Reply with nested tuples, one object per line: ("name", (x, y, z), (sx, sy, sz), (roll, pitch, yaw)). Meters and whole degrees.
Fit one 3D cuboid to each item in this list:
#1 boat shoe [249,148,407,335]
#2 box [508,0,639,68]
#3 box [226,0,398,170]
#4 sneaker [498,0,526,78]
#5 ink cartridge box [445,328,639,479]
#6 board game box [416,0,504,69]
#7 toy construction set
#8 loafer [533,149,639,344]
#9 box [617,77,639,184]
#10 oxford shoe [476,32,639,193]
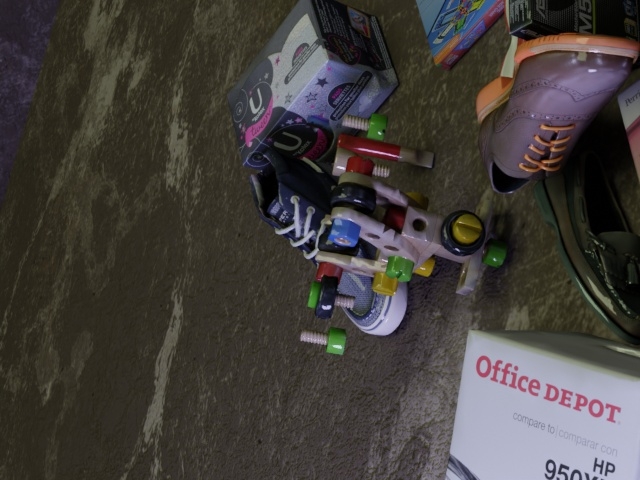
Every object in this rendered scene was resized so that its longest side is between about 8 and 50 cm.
("boat shoe", (0.000, 0.000, 1.974), (0.127, 0.158, 0.340), (-57, 37, 26))
("box", (0.303, -0.311, 1.613), (0.045, 0.184, 0.190), (-22, 59, 50))
("box", (-0.019, -0.233, 2.106), (0.247, 0.142, 0.163), (-48, 41, 36))
("sneaker", (0.301, -0.269, 1.714), (0.128, 0.087, 0.221), (7, 96, 49))
("ink cartridge box", (0.269, 0.307, 1.413), (0.285, 0.166, 0.395), (13, 96, 57))
("board game box", (0.238, -0.381, 1.882), (0.281, 0.027, 0.145), (-45, 42, 38))
("toy construction set", (0.124, -0.026, 1.811), (0.257, 0.237, 0.309), (103, 177, -48))
("loafer", (0.324, -0.001, 1.553), (0.084, 0.096, 0.267), (-49, 39, 27))
("box", (0.422, -0.079, 1.399), (0.148, 0.127, 0.232), (-40, 48, 43))
("oxford shoe", (0.268, -0.139, 1.528), (0.363, 0.130, 0.132), (125, 149, -78))
